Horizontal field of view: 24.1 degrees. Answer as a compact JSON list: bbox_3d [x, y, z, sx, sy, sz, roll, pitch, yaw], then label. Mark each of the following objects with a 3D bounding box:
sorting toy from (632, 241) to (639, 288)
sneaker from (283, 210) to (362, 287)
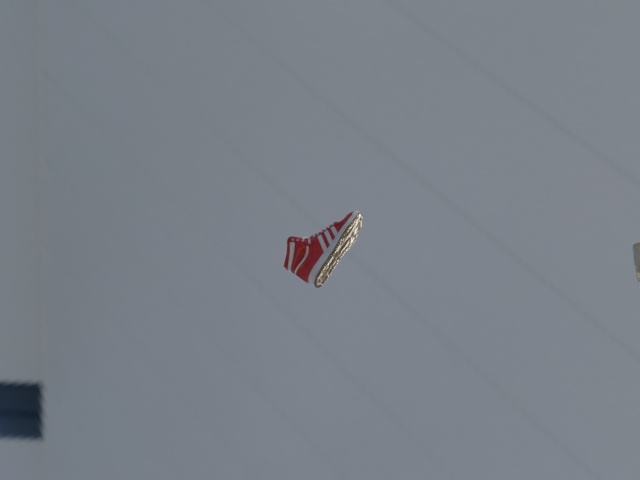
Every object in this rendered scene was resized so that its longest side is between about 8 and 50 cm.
[{"bbox_3d":[0.442,0.075,1.420,0.255,0.257,0.089,56,28,-60],"label":"sorting toy"},{"bbox_3d":[0.000,0.000,1.899,0.067,0.118,0.042,24,-27,26],"label":"sneaker"}]
